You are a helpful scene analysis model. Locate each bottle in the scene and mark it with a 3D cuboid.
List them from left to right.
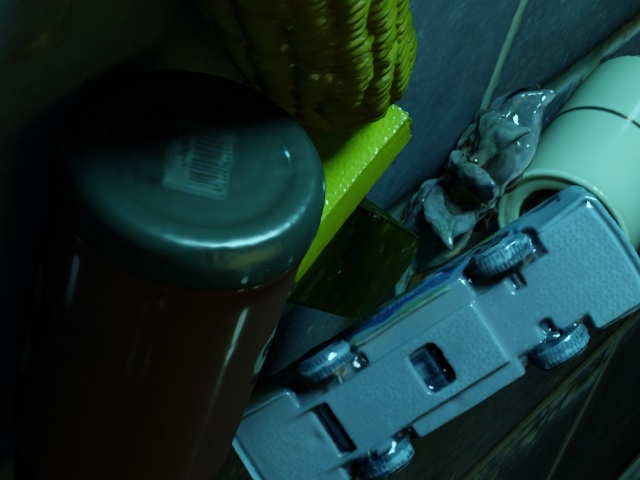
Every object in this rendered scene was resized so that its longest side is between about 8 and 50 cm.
[{"bbox_3d":[-0.102,0.068,1.143,0.144,0.144,0.336,-37,156,-41],"label":"bottle"}]

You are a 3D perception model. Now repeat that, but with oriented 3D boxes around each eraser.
[{"bbox_3d":[-0.017,-0.051,1.212,0.122,0.097,0.045,-51,161,-12],"label":"eraser"}]

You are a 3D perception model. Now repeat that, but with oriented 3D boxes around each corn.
[{"bbox_3d":[-0.011,-0.144,1.020,0.120,0.120,0.363,-51,162,-8],"label":"corn"}]

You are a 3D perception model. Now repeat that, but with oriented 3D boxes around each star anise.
[{"bbox_3d":[0.121,-0.044,1.619,0.204,0.061,0.180,-56,169,16],"label":"star anise"}]

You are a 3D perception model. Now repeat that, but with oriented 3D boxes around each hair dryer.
[{"bbox_3d":[0.208,0.005,1.844,0.203,0.128,0.362,-51,175,-42],"label":"hair dryer"}]

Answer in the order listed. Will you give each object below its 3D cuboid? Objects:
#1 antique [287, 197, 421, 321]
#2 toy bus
[{"bbox_3d":[0.000,0.000,1.378,0.081,0.080,0.221,-53,163,3],"label":"antique"},{"bbox_3d":[0.088,0.079,1.507,0.329,0.109,0.136,-33,-173,9],"label":"toy bus"}]
